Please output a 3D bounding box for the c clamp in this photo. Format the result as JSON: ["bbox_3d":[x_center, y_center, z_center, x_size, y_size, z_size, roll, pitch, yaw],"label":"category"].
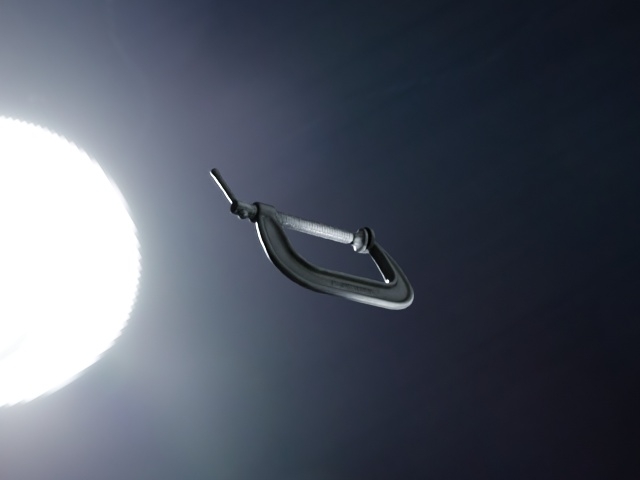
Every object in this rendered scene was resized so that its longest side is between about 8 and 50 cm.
[{"bbox_3d":[0.000,0.000,1.292,0.161,0.022,0.137,18,-152,-30],"label":"c clamp"}]
